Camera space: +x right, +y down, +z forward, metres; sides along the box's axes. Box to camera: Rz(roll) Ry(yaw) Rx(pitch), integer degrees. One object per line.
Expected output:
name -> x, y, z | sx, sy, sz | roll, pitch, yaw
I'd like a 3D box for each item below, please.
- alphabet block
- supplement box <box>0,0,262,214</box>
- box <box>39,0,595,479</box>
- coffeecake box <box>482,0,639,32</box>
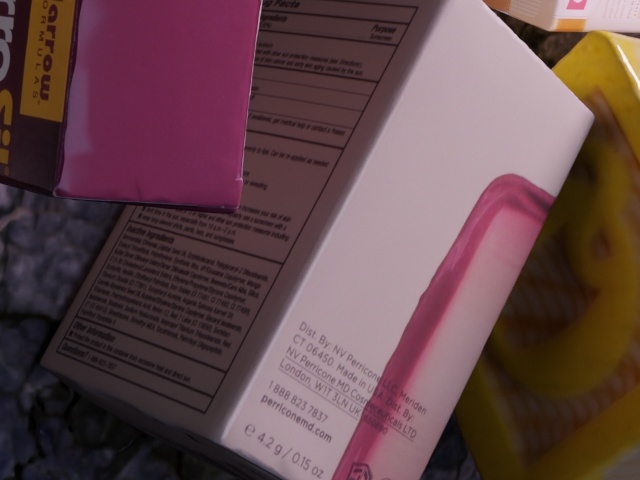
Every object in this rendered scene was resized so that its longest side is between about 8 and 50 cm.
alphabet block -> 0.186, 0.027, 0.857 | 0.197, 0.192, 0.193 | 4, 52, -40
supplement box -> -0.110, -0.076, 0.627 | 0.081, 0.188, 0.104 | 3, 97, -40
box -> 0.000, 0.000, 0.763 | 0.127, 0.148, 0.232 | 37, 75, -39
coffeecake box -> 0.185, -0.195, 0.915 | 0.185, 0.068, 0.142 | -5, 115, -40
